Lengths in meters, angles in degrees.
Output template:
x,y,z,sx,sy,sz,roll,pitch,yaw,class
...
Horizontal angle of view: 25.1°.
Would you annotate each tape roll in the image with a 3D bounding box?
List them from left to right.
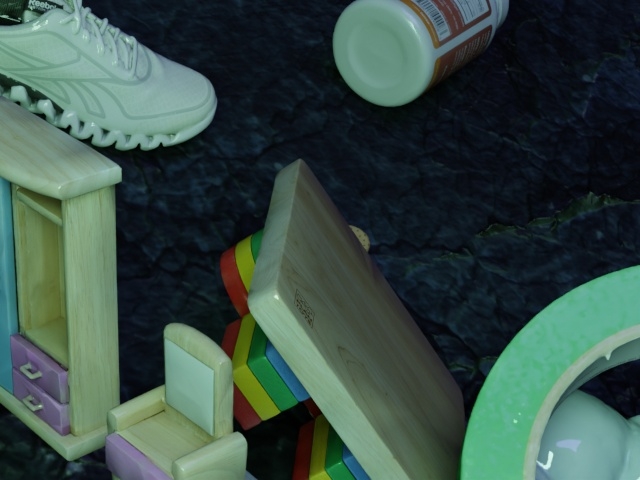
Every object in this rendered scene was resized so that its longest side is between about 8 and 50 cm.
x,y,z,sx,sy,sz,roll,pitch,yaw,class
0.253,0.175,0.968,0.321,0.077,0.321,-1,70,2,tape roll

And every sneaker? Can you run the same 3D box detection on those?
x,y,z,sx,sy,sz,roll,pitch,yaw,class
-0.225,-0.167,1.293,0.292,0.118,0.110,14,40,-20,sneaker

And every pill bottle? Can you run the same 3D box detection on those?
x,y,z,sx,sy,sz,roll,pitch,yaw,class
0.116,-0.234,1.558,0.121,0.121,0.216,40,40,12,pill bottle

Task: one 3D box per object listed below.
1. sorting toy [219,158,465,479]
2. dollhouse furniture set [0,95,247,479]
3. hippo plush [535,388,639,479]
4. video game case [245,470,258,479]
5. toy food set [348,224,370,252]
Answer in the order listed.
x,y,z,sx,sy,sz,roll,pitch,yaw,class
0.010,0.102,1.094,0.257,0.089,0.255,55,16,-18,sorting toy
-0.247,0.079,0.820,0.303,0.198,0.286,-22,37,-37,dollhouse furniture set
0.237,0.200,1.076,0.236,0.294,0.234,7,22,-13,hippo plush
-0.012,0.260,0.944,0.212,0.023,0.193,50,18,-47,video game case
0.000,0.000,1.323,0.083,0.020,0.082,38,41,10,toy food set
